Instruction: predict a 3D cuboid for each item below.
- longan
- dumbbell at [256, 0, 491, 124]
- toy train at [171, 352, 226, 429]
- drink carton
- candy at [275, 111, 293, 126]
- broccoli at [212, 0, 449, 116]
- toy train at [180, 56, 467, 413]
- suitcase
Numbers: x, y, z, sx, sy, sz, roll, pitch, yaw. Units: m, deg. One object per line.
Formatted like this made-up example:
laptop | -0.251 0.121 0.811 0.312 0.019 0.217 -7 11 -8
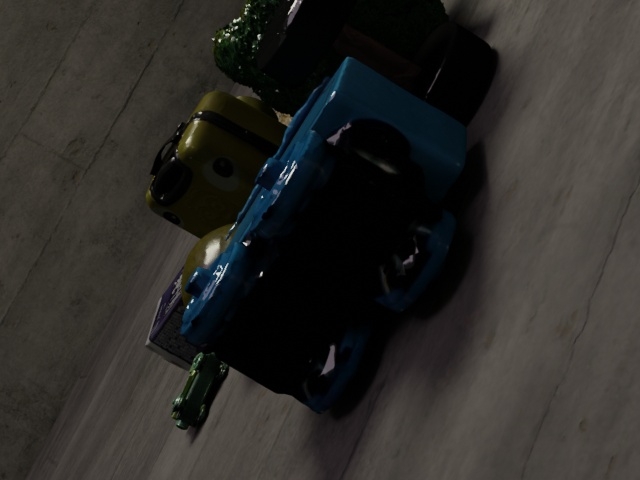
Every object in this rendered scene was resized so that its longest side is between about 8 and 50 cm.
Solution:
longan | -0.098 0.053 1.317 0.155 0.145 0.176 -32 -10 27
dumbbell | 0.056 -0.199 1.097 0.152 0.218 0.152 -55 15 23
toy train | -0.174 0.208 1.439 0.122 0.050 0.081 -65 11 -17
drink carton | -0.164 0.075 1.566 0.222 0.102 0.134 -52 14 23
candy | -0.033 -0.204 1.696 0.095 0.085 0.110 -127 58 -68
broccoli | 0.011 -0.280 1.294 0.308 0.308 0.275 -40 63 55
toy train | 0.000 0.000 0.996 0.300 0.188 0.265 -55 10 30
suitcase | -0.103 -0.084 1.384 0.194 0.235 0.143 -42 23 52
